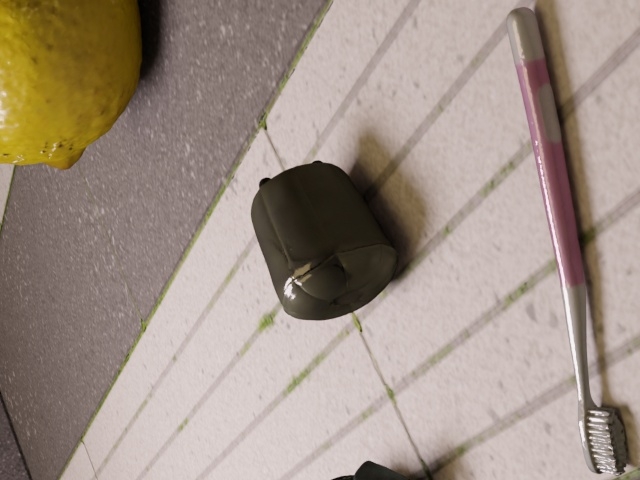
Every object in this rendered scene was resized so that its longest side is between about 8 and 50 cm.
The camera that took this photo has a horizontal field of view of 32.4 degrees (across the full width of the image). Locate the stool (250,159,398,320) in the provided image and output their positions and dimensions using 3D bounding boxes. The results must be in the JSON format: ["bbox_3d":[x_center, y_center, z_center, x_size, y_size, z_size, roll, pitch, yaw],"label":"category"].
[{"bbox_3d":[0.000,0.000,0.836,0.110,0.096,0.096,64,150,26],"label":"stool"}]

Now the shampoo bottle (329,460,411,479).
[{"bbox_3d":[0.019,0.268,0.931,0.101,0.101,0.284,57,148,29],"label":"shampoo bottle"}]

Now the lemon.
[{"bbox_3d":[-0.303,-0.209,1.112,0.245,0.245,0.320,43,149,44],"label":"lemon"}]

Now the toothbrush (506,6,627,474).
[{"bbox_3d":[0.147,0.005,0.651,0.025,0.020,0.286,-2,103,52],"label":"toothbrush"}]
